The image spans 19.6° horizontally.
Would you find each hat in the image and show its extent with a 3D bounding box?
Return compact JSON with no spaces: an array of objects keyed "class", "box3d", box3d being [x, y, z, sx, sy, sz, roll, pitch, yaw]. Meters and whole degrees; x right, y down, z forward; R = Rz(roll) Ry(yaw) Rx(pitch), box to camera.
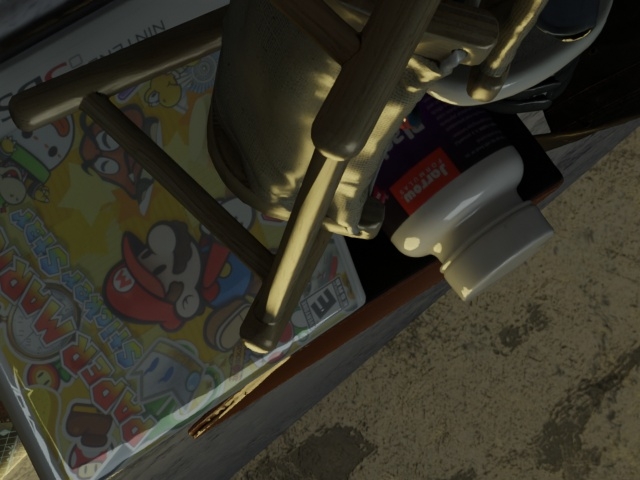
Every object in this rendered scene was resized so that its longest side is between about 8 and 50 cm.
[{"class":"hat","box3d":[0.276,-0.178,1.642,0.331,0.134,0.331,-21,180,0]}]

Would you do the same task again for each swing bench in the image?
[{"class":"swing bench","box3d":[0.018,-0.123,0.760,0.255,0.165,0.253,-44,173,-19]}]

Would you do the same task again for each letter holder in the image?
[{"class":"letter holder","box3d":[0.000,0.000,1.444,0.302,0.152,0.214,-31,171,-34]}]

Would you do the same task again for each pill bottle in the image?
[{"class":"pill bottle","box3d":[0.071,-0.057,1.281,0.108,0.193,0.108,-36,170,-7]}]

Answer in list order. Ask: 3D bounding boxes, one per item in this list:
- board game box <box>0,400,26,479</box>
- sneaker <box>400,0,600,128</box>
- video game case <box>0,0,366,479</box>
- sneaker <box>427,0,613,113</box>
[{"class":"board game box","box3d":[-0.215,0.066,1.024,0.165,0.042,0.243,19,134,-33]},{"class":"sneaker","box3d":[0.131,-0.195,0.976,0.350,0.148,0.131,-40,170,14]},{"class":"video game case","box3d":[-0.092,-0.009,0.943,0.206,0.227,0.026,-33,-149,-23]},{"class":"sneaker","box3d":[0.120,-0.122,1.168,0.296,0.105,0.147,-54,166,-50]}]
